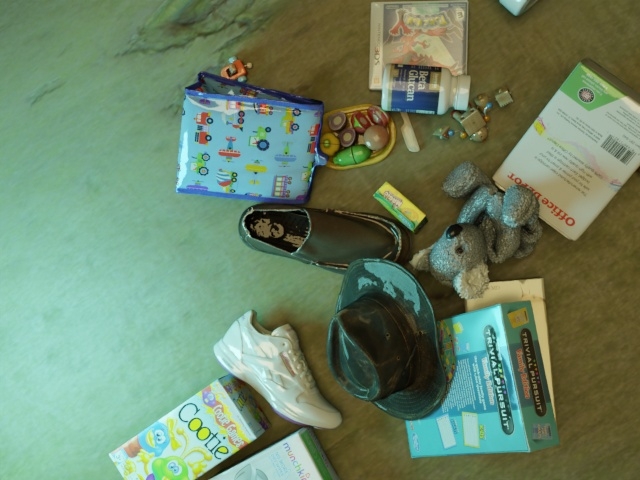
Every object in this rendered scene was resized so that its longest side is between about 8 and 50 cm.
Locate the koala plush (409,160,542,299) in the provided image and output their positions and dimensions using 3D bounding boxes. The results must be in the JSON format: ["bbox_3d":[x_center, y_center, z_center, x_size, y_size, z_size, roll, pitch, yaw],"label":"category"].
[{"bbox_3d":[0.293,0.007,1.753,0.221,0.203,0.196,-46,47,-16],"label":"koala plush"}]

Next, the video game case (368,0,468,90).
[{"bbox_3d":[0.201,-0.399,1.888,0.201,0.023,0.184,1,89,9],"label":"video game case"}]

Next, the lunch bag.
[{"bbox_3d":[-0.127,-0.193,1.852,0.293,0.138,0.221,11,117,2],"label":"lunch bag"}]

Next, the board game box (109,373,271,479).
[{"bbox_3d":[-0.262,0.407,1.881,0.275,0.144,0.142,-35,84,8],"label":"board game box"}]

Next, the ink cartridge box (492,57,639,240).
[{"bbox_3d":[0.494,-0.172,1.745,0.201,0.117,0.278,38,116,9],"label":"ink cartridge box"}]

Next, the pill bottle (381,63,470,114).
[{"bbox_3d":[0.209,-0.299,1.826,0.169,0.094,0.094,5,89,6],"label":"pill bottle"}]

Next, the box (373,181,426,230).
[{"bbox_3d":[0.158,-0.063,1.807,0.105,0.179,0.043,41,95,7],"label":"box"}]

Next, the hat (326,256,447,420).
[{"bbox_3d":[0.088,0.204,1.760,0.134,0.331,0.331,-16,84,-36],"label":"hat"}]

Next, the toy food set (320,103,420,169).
[{"bbox_3d":[0.083,-0.219,1.878,0.217,0.071,0.128,-12,87,9],"label":"toy food set"}]

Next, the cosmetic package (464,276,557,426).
[{"bbox_3d":[0.370,0.230,1.799,0.160,0.113,0.310,-6,88,10],"label":"cosmetic package"}]

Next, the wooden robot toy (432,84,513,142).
[{"bbox_3d":[0.316,-0.238,1.857,0.173,0.076,0.079,-35,119,7],"label":"wooden robot toy"}]

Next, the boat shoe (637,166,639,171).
[{"bbox_3d":[0.656,-0.211,1.788,0.060,0.064,0.178,8,92,7],"label":"boat shoe"}]

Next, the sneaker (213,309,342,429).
[{"bbox_3d":[-0.069,0.263,1.867,0.305,0.114,0.152,37,95,8],"label":"sneaker"}]

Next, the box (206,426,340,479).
[{"bbox_3d":[-0.067,0.543,1.857,0.231,0.127,0.262,-29,83,9],"label":"box"}]

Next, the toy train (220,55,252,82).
[{"bbox_3d":[-0.185,-0.300,1.937,0.125,0.046,0.166,-22,85,8],"label":"toy train"}]

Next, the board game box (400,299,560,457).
[{"bbox_3d":[0.274,0.266,1.707,0.079,0.336,0.254,-4,79,-32],"label":"board game box"}]

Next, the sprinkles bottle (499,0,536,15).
[{"bbox_3d":[0.306,-0.607,1.828,0.121,0.121,0.355,-45,82,5],"label":"sprinkles bottle"}]

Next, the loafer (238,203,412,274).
[{"bbox_3d":[0.000,0.000,1.856,0.365,0.130,0.134,5,89,9],"label":"loafer"}]
